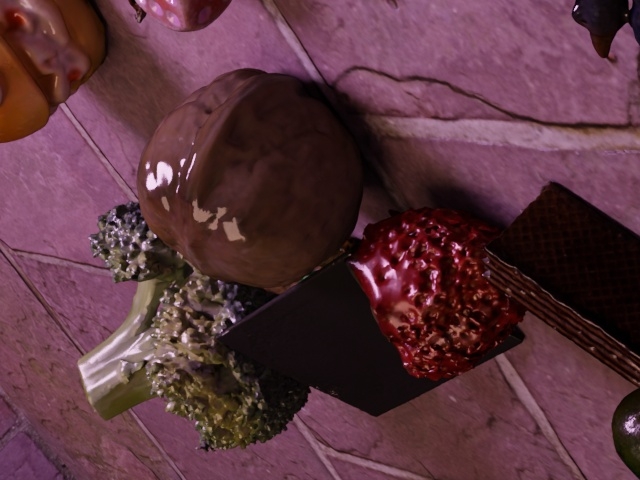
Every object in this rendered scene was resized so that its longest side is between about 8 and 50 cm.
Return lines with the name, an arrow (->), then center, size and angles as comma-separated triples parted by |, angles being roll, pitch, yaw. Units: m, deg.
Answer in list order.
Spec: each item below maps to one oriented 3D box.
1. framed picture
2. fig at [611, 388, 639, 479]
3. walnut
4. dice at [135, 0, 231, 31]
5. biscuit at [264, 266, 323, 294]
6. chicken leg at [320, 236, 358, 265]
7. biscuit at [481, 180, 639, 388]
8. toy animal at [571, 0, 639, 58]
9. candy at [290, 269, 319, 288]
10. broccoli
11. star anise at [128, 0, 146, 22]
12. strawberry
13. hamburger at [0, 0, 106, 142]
framed picture -> 0.052, 0.117, 2.157 | 0.244, 0.013, 0.324 | 27, 147, -21
fig -> 0.383, 0.200, 1.866 | 0.177, 0.117, 0.117 | -7, 127, 49
walnut -> -0.077, -0.063, 2.006 | 0.248, 0.248, 0.248 | 36, 156, 19
dice -> -0.145, -0.281, 1.910 | 0.093, 0.091, 0.094 | 33, 154, 23
biscuit -> -0.012, 0.050, 2.276 | 0.147, 0.018, 0.071 | 16, 126, 4
chicken leg -> 0.000, 0.000, 2.199 | 0.178, 0.070, 0.093 | 23, 144, 26
biscuit -> 0.276, 0.049, 1.765 | 0.252, 0.106, 0.070 | 36, 158, 20
toy animal -> 0.328, -0.131, 1.351 | 0.298, 0.122, 0.185 | 21, 148, 41
candy -> 0.088, 0.081, 2.149 | 0.323, 0.097, 0.097 | -4, 130, 43
broccoli -> -0.176, 0.122, 2.361 | 0.375, 0.302, 0.249 | 57, 169, -14
star anise -> -0.206, -0.293, 2.031 | 0.141, 0.042, 0.141 | 19, 160, 7
strawberry -> 0.143, 0.048, 1.926 | 0.202, 0.186, 0.184 | -16, 161, 34
hamburger -> -0.424, -0.240, 2.265 | 0.276, 0.237, 0.276 | 35, 158, 17
